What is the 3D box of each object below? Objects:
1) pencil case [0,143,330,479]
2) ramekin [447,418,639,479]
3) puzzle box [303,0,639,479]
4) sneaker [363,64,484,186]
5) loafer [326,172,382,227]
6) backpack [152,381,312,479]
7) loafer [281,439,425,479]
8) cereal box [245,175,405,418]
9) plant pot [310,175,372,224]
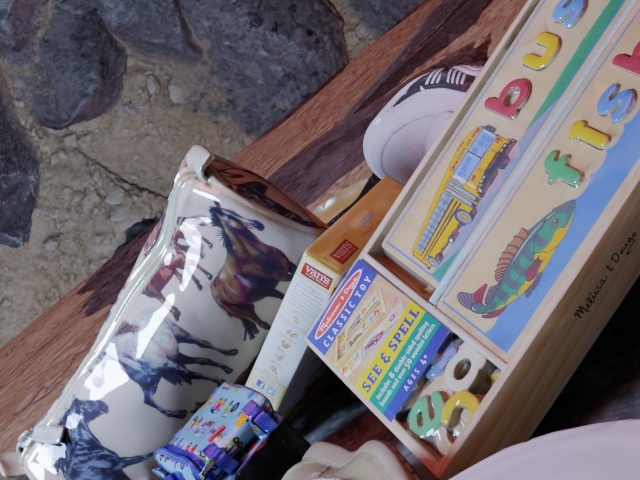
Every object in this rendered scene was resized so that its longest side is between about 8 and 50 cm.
[{"bbox_3d":[-0.150,0.102,1.364,0.410,0.183,0.160,-59,43,17],"label":"pencil case"},{"bbox_3d":[0.074,0.200,0.485,0.273,0.127,0.273,-36,14,10],"label":"ramekin"},{"bbox_3d":[0.161,-0.030,1.093,0.409,0.052,0.272,-57,28,3],"label":"puzzle box"},{"bbox_3d":[0.157,-0.068,1.339,0.365,0.137,0.210,-4,35,41],"label":"sneaker"},{"bbox_3d":[0.063,-0.007,1.651,0.220,0.078,0.080,-49,24,28],"label":"loafer"},{"bbox_3d":[-0.089,0.223,1.206,0.173,0.117,0.158,-45,13,-11],"label":"backpack"},{"bbox_3d":[0.026,0.207,1.004,0.092,0.102,0.268,-45,5,-16],"label":"loafer"},{"bbox_3d":[0.003,0.068,1.340,0.173,0.047,0.240,-43,-17,-50],"label":"cereal box"},{"bbox_3d":[0.000,0.000,1.872,0.236,0.032,0.236,-36,14,11],"label":"plant pot"}]
